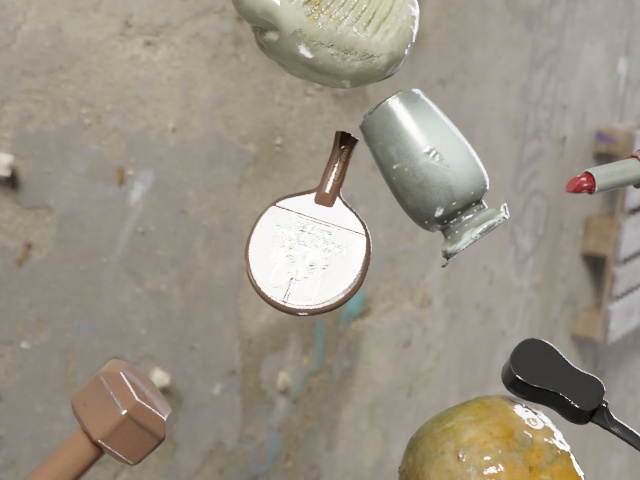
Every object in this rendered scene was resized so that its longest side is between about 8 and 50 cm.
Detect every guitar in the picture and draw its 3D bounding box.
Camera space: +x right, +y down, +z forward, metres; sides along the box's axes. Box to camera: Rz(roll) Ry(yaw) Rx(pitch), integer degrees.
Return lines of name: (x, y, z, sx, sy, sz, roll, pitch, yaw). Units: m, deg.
guitar: (0.337, 0.209, 1.471, 0.084, 0.271, 0.038, -46, 165, -45)

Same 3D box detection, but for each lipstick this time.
lipstick: (0.467, -0.102, 1.987, 0.186, 0.057, 0.063, -15, 79, -22)

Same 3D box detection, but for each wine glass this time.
wine glass: (0.136, -0.081, 1.513, 0.204, 0.111, 0.111, 57, 32, 6)

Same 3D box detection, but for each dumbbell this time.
dumbbell: (-0.229, 0.204, 1.081, 0.231, 0.082, 0.092, -43, -179, 8)

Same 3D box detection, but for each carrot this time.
carrot: (0.228, 0.358, 1.482, 0.224, 0.224, 0.340, 43, 20, -58)

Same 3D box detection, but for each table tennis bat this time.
table tennis bat: (0.000, 0.000, 1.133, 0.119, 0.107, 0.170, 84, 24, -72)

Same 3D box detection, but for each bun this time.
bun: (-0.009, -0.198, 1.054, 0.102, 0.183, 0.183, -46, 180, 44)
